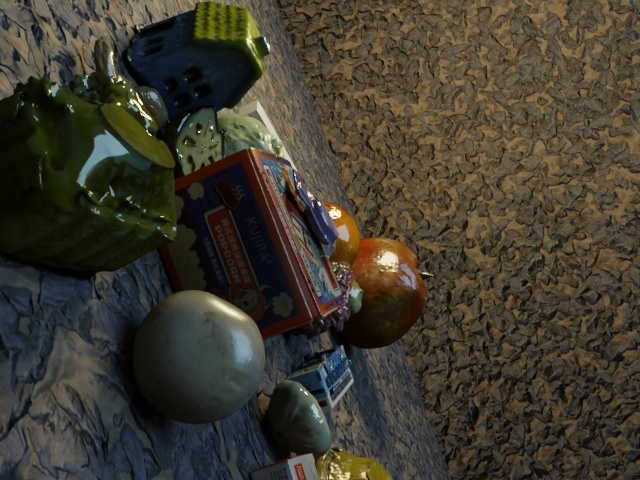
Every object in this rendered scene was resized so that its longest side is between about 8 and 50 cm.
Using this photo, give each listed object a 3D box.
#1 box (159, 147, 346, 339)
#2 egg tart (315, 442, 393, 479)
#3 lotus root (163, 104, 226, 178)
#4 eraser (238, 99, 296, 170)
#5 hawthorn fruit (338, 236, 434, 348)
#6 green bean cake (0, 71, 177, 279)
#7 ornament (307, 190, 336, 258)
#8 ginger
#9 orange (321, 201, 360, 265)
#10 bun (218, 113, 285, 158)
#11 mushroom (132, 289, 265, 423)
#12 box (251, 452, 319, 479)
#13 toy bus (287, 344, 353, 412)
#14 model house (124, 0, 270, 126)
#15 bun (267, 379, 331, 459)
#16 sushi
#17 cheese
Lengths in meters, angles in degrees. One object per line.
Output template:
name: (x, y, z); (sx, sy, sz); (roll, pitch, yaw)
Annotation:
box: (-0.138, 0.025, 1.337); (0.318, 0.256, 0.349); (3, 65, -78)
egg tart: (0.112, 0.666, 1.556); (0.388, 0.168, 0.388); (59, 11, -20)
lotus root: (-0.291, -0.212, 1.452); (0.203, 0.077, 0.184); (-31, 125, -63)
eraser: (-0.178, -0.325, 2.208); (0.078, 0.076, 0.298); (-96, 160, -54)
hawthorn fruit: (0.211, 0.180, 2.301); (0.403, 0.402, 0.403); (-22, 90, -78)
green bean cake: (-0.329, -0.123, 0.892); (0.285, 0.202, 0.310); (69, 11, 15)
ornament: (-0.092, -0.015, 1.661); (0.259, 0.225, 0.259); (50, -6, 7)
ginger: (-0.378, -0.272, 1.292); (0.259, 0.065, 0.150); (56, 28, -65)
orange: (0.000, 0.000, 2.012); (0.246, 0.246, 0.246); (-22, 90, -78)
bun: (-0.180, -0.232, 1.788); (0.283, 0.179, 0.284); (-24, 90, -80)
mushroom: (-0.205, 0.183, 1.023); (0.206, 0.209, 0.207); (17, 67, -45)
box: (-0.048, 0.512, 1.242); (0.133, 0.099, 0.182); (35, 34, -66)
toy bus: (0.006, 0.367, 1.737); (0.297, 0.106, 0.131); (-4, 74, -76)
model house: (-0.263, -0.424, 1.517); (0.237, 0.303, 0.216); (-98, 169, -50)
bun: (-0.059, 0.394, 1.399); (0.183, 0.102, 0.183); (46, -28, 34)
sushi: (0.005, 0.164, 1.799); (0.270, 0.236, 0.171); (-46, 124, -78)
cheese: (-0.010, -0.058, 1.337); (0.105, 0.042, 0.191); (-101, 164, -55)
